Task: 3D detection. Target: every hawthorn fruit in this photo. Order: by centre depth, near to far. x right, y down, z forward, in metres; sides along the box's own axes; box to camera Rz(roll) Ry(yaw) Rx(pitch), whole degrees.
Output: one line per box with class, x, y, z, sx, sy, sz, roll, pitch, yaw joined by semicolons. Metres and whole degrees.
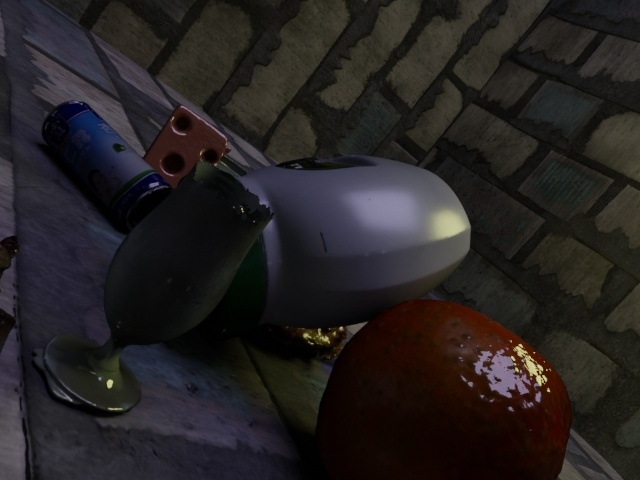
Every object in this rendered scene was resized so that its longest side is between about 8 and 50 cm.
hawthorn fruit;0.124;0.201;0.643;0.275;0.275;0.299;33;-2;-35

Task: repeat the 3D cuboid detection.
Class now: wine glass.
wine glass;-0.141;0.038;0.495;0.103;0.222;0.103;38;6;-5

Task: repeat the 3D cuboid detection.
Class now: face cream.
face cream;0.000;0.000;0.773;0.356;0.220;0.312;-10;17;-28

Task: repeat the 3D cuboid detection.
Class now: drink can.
drink can;-0.330;-0.116;0.890;0.235;0.097;0.097;43;10;20

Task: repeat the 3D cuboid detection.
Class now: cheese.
cheese;-0.287;-0.125;1.098;0.128;0.203;0.177;32;-20;-19

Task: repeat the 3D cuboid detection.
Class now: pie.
pie;-0.069;0.090;0.959;0.308;0.085;0.308;40;10;-8

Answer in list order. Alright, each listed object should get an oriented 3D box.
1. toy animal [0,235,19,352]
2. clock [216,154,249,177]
toy animal;-0.357;-0.021;0.443;0.260;0.087;0.243;46;-3;45
clock;-0.240;-0.158;1.567;0.312;0.061;0.312;39;9;-7
